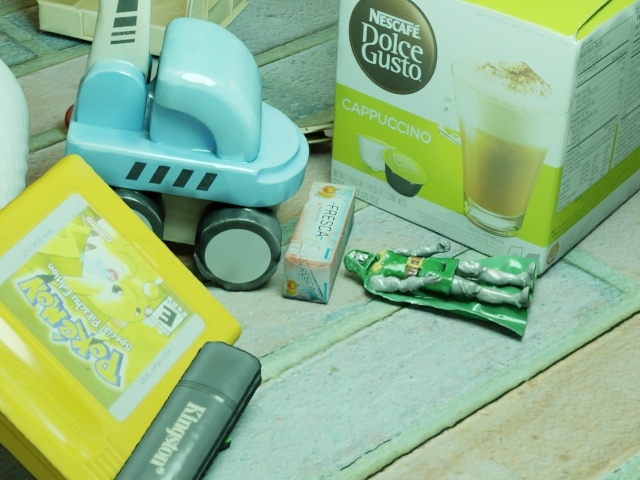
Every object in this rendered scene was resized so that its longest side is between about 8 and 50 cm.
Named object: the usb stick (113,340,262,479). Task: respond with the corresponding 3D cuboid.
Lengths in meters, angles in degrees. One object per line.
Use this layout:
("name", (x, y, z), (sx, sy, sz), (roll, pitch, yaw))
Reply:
("usb stick", (-0.142, 0.206, 1.620), (0.077, 0.045, 0.278), (28, 44, 4))

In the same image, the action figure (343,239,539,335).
("action figure", (0.140, 0.043, 1.915), (0.232, 0.063, 0.137), (7, 37, 12))

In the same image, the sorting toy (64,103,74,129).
("sorting toy", (-0.305, -0.171, 2.208), (0.102, 0.061, 0.042), (4, -1, -11))

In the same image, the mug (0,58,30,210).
("mug", (-0.454, -0.082, 1.770), (0.276, 0.374, 0.328), (21, 34, -21))

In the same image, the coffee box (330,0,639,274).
("coffee box", (0.247, -0.219, 2.067), (0.338, 0.334, 0.338), (24, 39, 28))

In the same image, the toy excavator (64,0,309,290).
("toy excavator", (-0.211, -0.205, 1.868), (0.433, 0.445, 0.222), (10, 32, -6))

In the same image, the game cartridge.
("game cartridge", (-0.259, 0.088, 1.671), (0.285, 0.053, 0.323), (46, 39, -5))

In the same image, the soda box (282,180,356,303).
("soda box", (0.000, 0.000, 1.958), (0.058, 0.063, 0.183), (9, 35, 8))

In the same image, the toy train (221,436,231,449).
("toy train", (-0.130, 0.219, 1.659), (0.083, 0.017, 0.023), (-19, 50, -30))

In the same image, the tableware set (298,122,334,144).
("tableware set", (-0.061, -0.127, 2.151), (0.194, 0.039, 0.128), (-13, 6, -33))

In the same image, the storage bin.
("storage bin", (-0.275, -0.402, 2.485), (0.262, 0.123, 0.260), (14, 35, 15))
